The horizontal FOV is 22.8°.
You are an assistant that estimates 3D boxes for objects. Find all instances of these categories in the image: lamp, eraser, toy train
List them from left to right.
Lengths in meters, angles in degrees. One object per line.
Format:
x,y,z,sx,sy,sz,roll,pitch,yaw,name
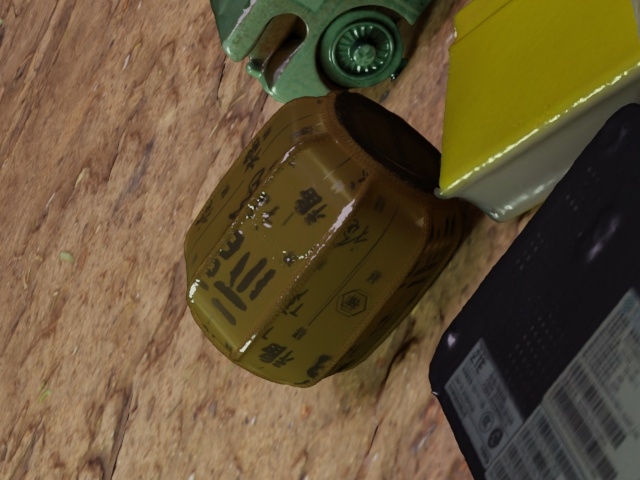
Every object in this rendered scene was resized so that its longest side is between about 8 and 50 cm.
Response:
0.000,0.000,1.090,0.185,0.161,0.161,-51,27,22,lamp
0.042,-0.251,1.257,0.326,0.159,0.129,-52,29,20,toy train
0.168,-0.124,0.982,0.226,0.069,0.158,-33,39,48,eraser

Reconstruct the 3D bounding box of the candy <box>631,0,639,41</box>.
0.230,-0.153,0.697,0.179,0.135,0.321,-43,30,33,candy

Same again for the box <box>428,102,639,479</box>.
0.168,0.084,0.787,0.211,0.058,0.350,-56,25,17,box
